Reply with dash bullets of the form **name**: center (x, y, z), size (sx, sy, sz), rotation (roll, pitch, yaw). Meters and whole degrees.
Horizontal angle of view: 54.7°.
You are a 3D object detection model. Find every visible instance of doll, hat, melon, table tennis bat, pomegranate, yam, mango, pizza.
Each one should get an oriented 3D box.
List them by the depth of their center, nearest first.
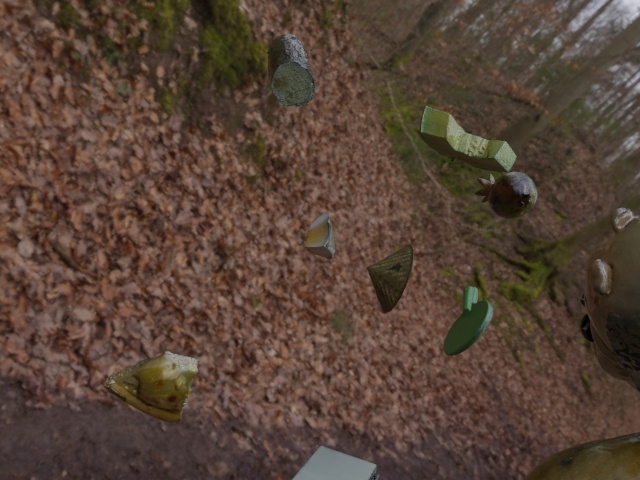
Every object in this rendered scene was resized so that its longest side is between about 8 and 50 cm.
- **doll**: center (0.514, 0.118, 0.935), size (0.349, 0.247, 0.247), rotation (50, 5, -33)
- **mango**: center (0.450, 0.397, 0.941), size (0.175, 0.329, 0.176), rotation (27, 42, -69)
- **hat**: center (0.120, 0.064, 1.209), size (0.067, 0.146, 0.146), rotation (21, 11, -9)
- **melon**: center (0.301, -0.199, 1.279), size (0.209, 0.064, 0.118), rotation (23, -10, 11)
- **yam**: center (-0.072, -0.396, 1.406), size (0.107, 0.107, 0.183), rotation (44, 24, -41)
- **pizza**: center (-0.394, 0.343, 1.439), size (0.204, 0.188, 0.080), rotation (22, 26, -16)
- **table tennis bat**: center (0.367, 0.191, 1.533), size (0.039, 0.160, 0.257), rotation (40, 30, -7)
- **melon**: center (0.005, 0.002, 1.987), size (0.202, 0.093, 0.139), rotation (-86, 161, -55)
- **pomegranate**: center (0.595, -0.159, 2.004), size (0.220, 0.156, 0.156), rotation (34, -4, 38)

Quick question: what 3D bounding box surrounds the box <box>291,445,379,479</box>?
- **box**: center (-0.001, 0.482, 0.967), size (0.117, 0.225, 0.225), rotation (13, 8, 18)
